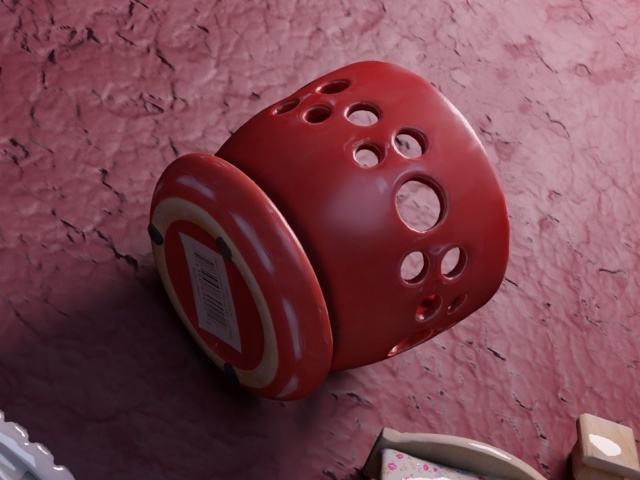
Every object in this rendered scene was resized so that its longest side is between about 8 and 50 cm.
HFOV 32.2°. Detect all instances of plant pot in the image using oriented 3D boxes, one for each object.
[{"bbox_3d":[0.000,0.000,0.720,0.174,0.191,0.191,-30,81,-31],"label":"plant pot"}]

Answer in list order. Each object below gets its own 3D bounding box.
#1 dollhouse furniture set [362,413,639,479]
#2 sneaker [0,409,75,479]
[{"bbox_3d":[0.144,0.145,0.692,0.355,0.174,0.303,19,34,-5],"label":"dollhouse furniture set"},{"bbox_3d":[-0.264,0.098,0.580,0.281,0.105,0.115,36,58,-3],"label":"sneaker"}]
